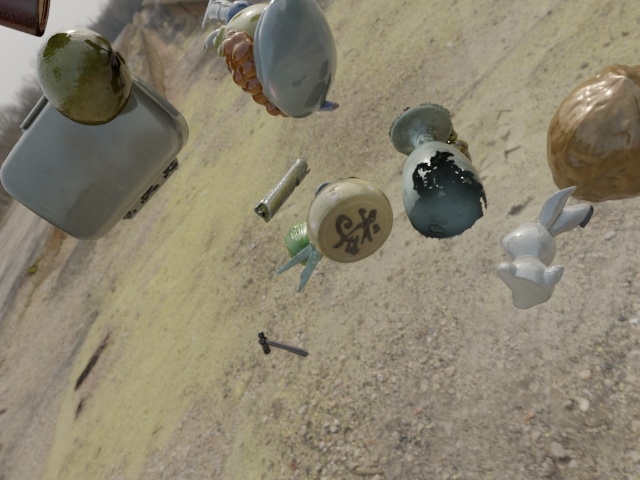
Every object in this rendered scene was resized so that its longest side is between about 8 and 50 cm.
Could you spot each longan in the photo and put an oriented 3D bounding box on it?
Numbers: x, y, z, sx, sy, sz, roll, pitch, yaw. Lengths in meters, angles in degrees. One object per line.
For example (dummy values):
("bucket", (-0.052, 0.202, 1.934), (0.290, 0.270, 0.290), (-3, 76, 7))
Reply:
("longan", (-0.414, -0.278, 0.744), (0.176, 0.145, 0.155), (-20, 61, 34))

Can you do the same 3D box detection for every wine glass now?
("wine glass", (0.282, -0.175, 1.061), (0.190, 0.190, 0.357), (-32, 39, 28))

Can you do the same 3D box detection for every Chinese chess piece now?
("Chinese chess piece", (0.085, -0.055, 1.243), (0.257, 0.257, 0.104), (-46, 37, 12))

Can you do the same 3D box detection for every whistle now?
("whistle", (-0.128, -0.177, 1.489), (0.057, 0.068, 0.326), (-46, 8, 48))

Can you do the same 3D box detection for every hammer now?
("hammer", (-0.090, 0.269, 1.069), (0.178, 0.065, 0.021), (2, 25, 41))

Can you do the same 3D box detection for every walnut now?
("walnut", (0.702, -0.249, 1.012), (0.305, 0.344, 0.306), (-17, 51, 22))

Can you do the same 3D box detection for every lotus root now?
("lotus root", (-0.051, 0.030, 1.659), (0.186, 0.186, 0.186), (-31, 40, 30))

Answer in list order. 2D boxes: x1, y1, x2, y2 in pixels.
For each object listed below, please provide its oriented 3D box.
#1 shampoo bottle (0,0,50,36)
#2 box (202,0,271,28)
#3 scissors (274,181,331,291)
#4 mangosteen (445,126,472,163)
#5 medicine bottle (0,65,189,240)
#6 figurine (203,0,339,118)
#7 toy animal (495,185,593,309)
("shampoo bottle", (-0.545, -0.391, 0.616), (0.064, 0.260, 0.102), (-134, 59, -65))
("box", (-0.249, -0.774, 1.393), (0.263, 0.206, 0.291), (-62, 27, 25))
("scissors", (0.000, 0.000, 1.422), (0.383, 0.256, 0.029), (-49, 3, -20))
("mangosteen", (0.414, -0.278, 1.455), (0.258, 0.214, 0.215), (97, -176, -58))
("medicine bottle", (-0.480, -0.185, 0.920), (0.375, 0.282, 0.123), (-43, 22, 15))
("figurine", (-0.120, -0.400, 0.822), (0.382, 0.224, 0.205), (46, 109, 27))
("toy animal", (0.350, 0.015, 0.673), (0.127, 0.131, 0.182), (-12, 41, 47))
